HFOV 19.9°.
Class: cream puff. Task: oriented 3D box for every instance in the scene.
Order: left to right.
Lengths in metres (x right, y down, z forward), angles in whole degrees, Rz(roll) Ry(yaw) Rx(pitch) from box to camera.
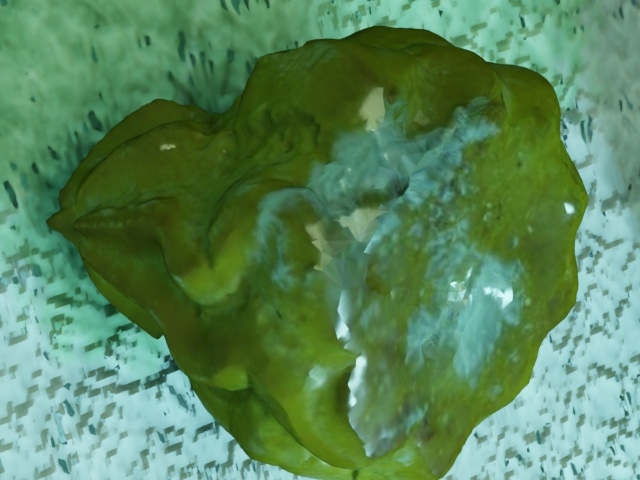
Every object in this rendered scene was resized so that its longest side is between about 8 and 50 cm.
[{"bbox_3d":[0.000,0.000,0.543,0.146,0.116,0.146,-24,122,-45],"label":"cream puff"}]
